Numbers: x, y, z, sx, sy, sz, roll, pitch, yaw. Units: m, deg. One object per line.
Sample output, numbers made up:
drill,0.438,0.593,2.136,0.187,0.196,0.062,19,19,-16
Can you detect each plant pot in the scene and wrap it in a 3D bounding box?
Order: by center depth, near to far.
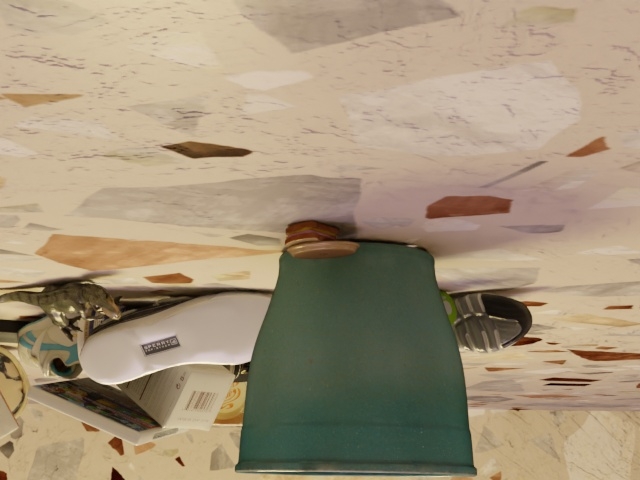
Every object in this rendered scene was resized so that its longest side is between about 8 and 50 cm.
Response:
plant pot,0.043,0.140,1.426,0.272,0.255,0.271,1,168,0

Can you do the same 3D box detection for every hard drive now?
hard drive,-0.539,0.153,2.100,0.094,0.022,0.135,6,168,-23

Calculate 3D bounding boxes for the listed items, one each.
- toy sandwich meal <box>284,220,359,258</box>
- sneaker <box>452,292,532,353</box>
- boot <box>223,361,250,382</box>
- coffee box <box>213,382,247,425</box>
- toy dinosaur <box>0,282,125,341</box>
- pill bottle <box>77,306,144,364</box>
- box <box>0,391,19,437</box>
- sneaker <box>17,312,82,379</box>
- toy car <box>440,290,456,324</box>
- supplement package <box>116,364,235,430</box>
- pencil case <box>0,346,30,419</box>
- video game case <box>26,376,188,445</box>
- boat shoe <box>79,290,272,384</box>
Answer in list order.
toy sandwich meal,0.000,0.000,1.318,0.086,0.029,0.085,-3,171,-1
sneaker,0.215,0.115,1.777,0.229,0.086,0.132,-15,180,35
boot,-0.139,0.216,2.234,0.179,0.085,0.236,4,174,-25
coffee box,-0.246,0.314,2.572,0.247,0.141,0.098,1,169,4
toy dinosaur,-0.348,0.091,1.707,0.268,0.064,0.118,-6,157,35
pill bottle,-0.272,0.146,1.869,0.169,0.094,0.094,-2,168,2
box,-0.647,0.272,2.092,0.168,0.215,0.345,-29,180,-22
sneaker,-0.429,0.179,1.998,0.087,0.092,0.229,7,160,-29
toy car,0.068,0.123,1.670,0.155,0.149,0.188,-23,144,36
supplement package,-0.243,0.210,1.973,0.179,0.105,0.105,33,-168,39
pencil case,-0.748,0.297,2.468,0.410,0.160,0.183,-10,-176,43
video game case,-0.326,0.263,1.940,0.201,0.023,0.183,20,-175,18
boat shoe,-0.189,0.125,1.770,0.301,0.108,0.102,-16,-158,7
